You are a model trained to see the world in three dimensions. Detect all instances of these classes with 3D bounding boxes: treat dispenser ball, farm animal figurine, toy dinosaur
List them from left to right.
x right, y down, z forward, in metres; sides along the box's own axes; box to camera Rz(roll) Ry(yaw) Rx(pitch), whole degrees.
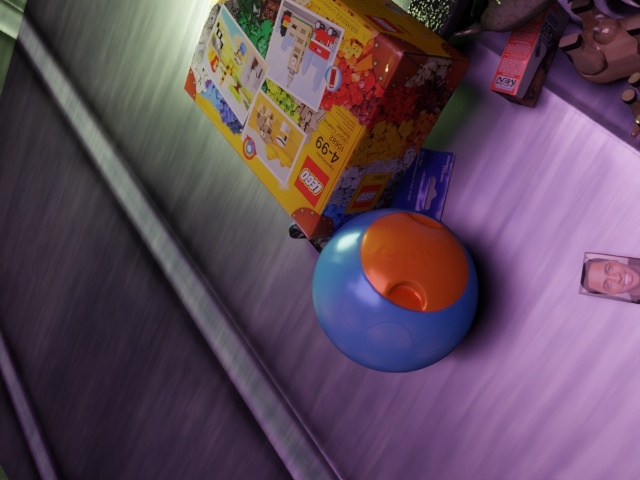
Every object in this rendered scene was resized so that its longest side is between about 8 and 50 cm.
[{"bbox_3d":[0.129,0.086,1.028,0.288,0.288,0.288,-4,84,38],"label":"treat dispenser ball"},{"bbox_3d":[0.318,-0.391,0.890,0.313,0.121,0.160,-15,50,41],"label":"toy dinosaur"},{"bbox_3d":[0.498,-0.269,0.842,0.330,0.172,0.327,-60,36,2],"label":"farm animal figurine"}]

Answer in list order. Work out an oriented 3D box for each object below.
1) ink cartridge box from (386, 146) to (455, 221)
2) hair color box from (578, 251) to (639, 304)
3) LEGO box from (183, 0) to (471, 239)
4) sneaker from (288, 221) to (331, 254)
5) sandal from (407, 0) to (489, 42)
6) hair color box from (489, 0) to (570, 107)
[{"bbox_3d":[0.088,-0.127,1.225,0.371,0.069,0.175,16,96,36],"label":"ink cartridge box"},{"bbox_3d":[0.483,0.062,0.905,0.141,0.043,0.072,8,93,39],"label":"hair color box"},{"bbox_3d":[-0.024,-0.311,1.117,0.500,0.193,0.372,49,129,30],"label":"LEGO box"},{"bbox_3d":[0.000,0.000,1.278,0.188,0.067,0.078,14,89,35],"label":"sneaker"},{"bbox_3d":[0.280,-0.485,1.029,0.446,0.107,0.167,122,151,-42],"label":"sandal"},{"bbox_3d":[0.360,-0.324,1.001,0.053,0.093,0.167,28,105,37],"label":"hair color box"}]
